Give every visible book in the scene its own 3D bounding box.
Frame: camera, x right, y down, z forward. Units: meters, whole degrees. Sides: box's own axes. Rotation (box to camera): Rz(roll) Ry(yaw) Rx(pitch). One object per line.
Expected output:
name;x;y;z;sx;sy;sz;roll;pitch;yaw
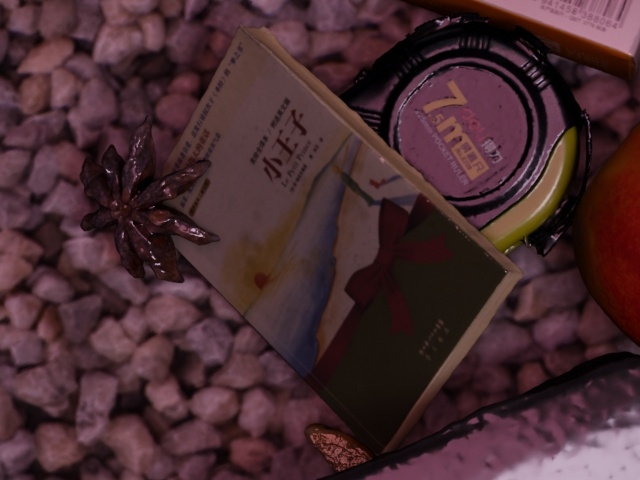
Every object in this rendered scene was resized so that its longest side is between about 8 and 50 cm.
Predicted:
book;0.000;0.000;1.359;0.289;0.026;0.201;43;123;19

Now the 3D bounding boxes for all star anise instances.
star anise;-0.141;-0.025;1.411;0.141;0.042;0.141;13;114;30

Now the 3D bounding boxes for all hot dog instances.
hot dog;0.026;0.172;1.394;0.034;0.030;0.090;-41;79;1

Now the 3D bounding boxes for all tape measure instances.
tape measure;0.116;-0.069;1.373;0.186;0.112;0.199;-35;85;10

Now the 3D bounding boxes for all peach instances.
peach;0.284;-0.003;1.298;0.192;0.190;0.190;40;90;1

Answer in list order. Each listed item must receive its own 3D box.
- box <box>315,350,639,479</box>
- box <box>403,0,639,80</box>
box;0.158;0.287;1.280;0.350;0.091;0.359;-24;94;-3
box;0.158;-0.273;1.399;0.274;0.091;0.221;23;86;11
